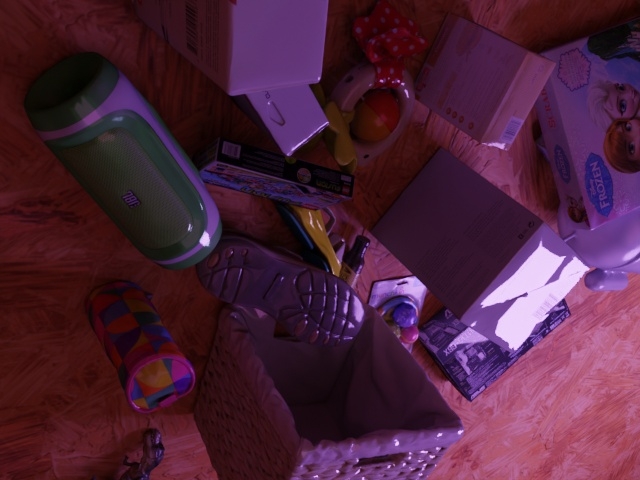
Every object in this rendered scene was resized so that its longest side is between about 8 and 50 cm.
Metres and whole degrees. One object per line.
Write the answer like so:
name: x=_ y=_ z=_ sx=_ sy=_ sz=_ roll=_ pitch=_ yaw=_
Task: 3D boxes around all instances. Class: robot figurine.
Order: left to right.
robot figurine: x=0.624 y=-0.037 z=1.515 sx=0.353 sy=0.200 sz=0.300 roll=6 pitch=101 yaw=-37

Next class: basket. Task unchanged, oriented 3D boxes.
basket: x=-0.009 y=0.299 z=1.261 sx=0.328 sy=0.331 sz=0.266 roll=3 pitch=125 yaw=-35

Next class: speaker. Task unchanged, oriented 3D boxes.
speaker: x=-0.241 y=-0.091 z=0.956 sx=0.131 sy=0.131 sz=0.296 roll=-37 pitch=134 yaw=-6

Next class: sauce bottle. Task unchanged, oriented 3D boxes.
sauce bottle: x=0.052 y=0.050 z=1.311 sx=0.042 sy=0.042 sz=0.128 roll=5 pitch=116 yaw=-36

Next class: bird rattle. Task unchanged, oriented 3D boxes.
bird rattle: x=0.066 y=-0.214 z=1.107 sx=0.253 sy=0.143 sz=0.207 roll=-54 pitch=146 yaw=-6

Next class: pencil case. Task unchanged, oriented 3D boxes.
pencil case: x=-0.257 y=0.144 z=1.048 sx=0.104 sy=0.236 sz=0.104 roll=-12 pitch=118 yaw=-24

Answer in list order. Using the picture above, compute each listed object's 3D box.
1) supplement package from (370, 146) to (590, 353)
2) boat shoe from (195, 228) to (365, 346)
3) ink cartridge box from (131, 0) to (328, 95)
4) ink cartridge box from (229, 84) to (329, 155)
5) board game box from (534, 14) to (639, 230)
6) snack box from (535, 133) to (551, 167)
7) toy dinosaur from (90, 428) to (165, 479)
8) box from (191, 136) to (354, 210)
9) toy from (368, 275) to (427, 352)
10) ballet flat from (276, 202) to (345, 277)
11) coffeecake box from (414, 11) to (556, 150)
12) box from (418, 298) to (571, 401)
supplement package: x=0.268 y=0.015 z=1.272 sx=0.199 sy=0.262 sz=0.198 roll=-51 pitch=134 yaw=8
boat shoe: x=-0.061 y=0.065 z=1.178 sx=0.324 sy=0.116 sz=0.123 roll=33 pitch=96 yaw=-33
ink cartridge box: x=-0.106 y=-0.300 z=0.794 sx=0.114 sy=0.273 sz=0.197 roll=-15 pitch=128 yaw=-29
ink cartridge box: x=-0.078 y=-0.204 z=0.946 sx=0.072 sy=0.175 sz=0.127 roll=-38 pitch=135 yaw=-4
board game box: x=0.539 y=-0.220 z=1.322 sx=0.318 sy=0.066 sz=0.318 roll=-23 pitch=102 yaw=-18
snack box: x=0.480 y=-0.180 z=1.429 sx=0.100 sy=0.037 sz=0.141 roll=-46 pitch=134 yaw=5
toy dinosaur: x=-0.370 y=0.446 z=1.307 sx=0.118 sy=0.064 sz=0.268 roll=17 pitch=114 yaw=-47
box: x=-0.068 y=-0.090 z=1.053 sx=0.207 sy=0.114 sz=0.036 roll=13 pitch=76 yaw=-26
toy: x=0.150 y=0.184 z=1.462 sx=0.137 sy=0.056 sz=0.237 roll=-8 pitch=125 yaw=-31
ballet flat: x=0.000 y=0.000 z=1.222 sx=0.077 sy=0.077 sz=0.231 roll=-42 pitch=134 yaw=-20
coffeecake box: x=0.237 y=-0.242 z=1.120 sx=0.068 sy=0.185 sz=0.142 roll=8 pitch=117 yaw=-37
box: x=0.375 y=0.178 z=1.592 sx=0.307 sy=0.076 sz=0.242 roll=-41 pitch=134 yaw=-2
